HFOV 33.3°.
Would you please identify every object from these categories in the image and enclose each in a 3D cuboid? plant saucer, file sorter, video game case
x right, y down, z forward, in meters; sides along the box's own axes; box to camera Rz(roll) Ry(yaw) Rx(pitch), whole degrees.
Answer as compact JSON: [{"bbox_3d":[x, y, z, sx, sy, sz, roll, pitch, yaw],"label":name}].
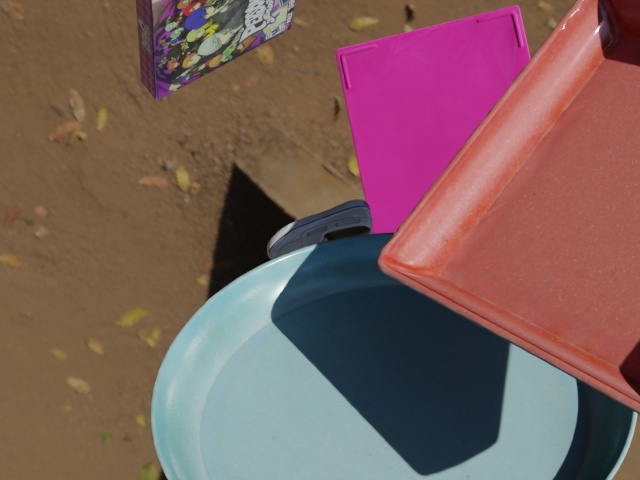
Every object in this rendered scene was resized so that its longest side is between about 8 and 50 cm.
[{"bbox_3d":[0.195,-0.032,0.635,0.258,0.259,0.048,-52,129,-8],"label":"plant saucer"},{"bbox_3d":[0.047,0.105,0.719,0.317,0.317,0.044,-24,130,-20],"label":"plant saucer"},{"bbox_3d":[0.157,-0.082,1.222,0.202,0.291,0.182,-12,175,10],"label":"file sorter"},{"bbox_3d":[-0.117,-0.283,1.252,0.210,0.042,0.232,-31,163,-20],"label":"video game case"}]

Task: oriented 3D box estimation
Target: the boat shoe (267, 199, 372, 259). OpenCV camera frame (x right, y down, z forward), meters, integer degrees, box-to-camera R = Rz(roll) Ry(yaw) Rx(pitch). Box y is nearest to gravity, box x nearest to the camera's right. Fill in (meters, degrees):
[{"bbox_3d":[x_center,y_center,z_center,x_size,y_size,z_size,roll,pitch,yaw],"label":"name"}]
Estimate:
[{"bbox_3d":[0.000,0.000,0.926,0.100,0.035,0.035,-22,140,11],"label":"boat shoe"}]
